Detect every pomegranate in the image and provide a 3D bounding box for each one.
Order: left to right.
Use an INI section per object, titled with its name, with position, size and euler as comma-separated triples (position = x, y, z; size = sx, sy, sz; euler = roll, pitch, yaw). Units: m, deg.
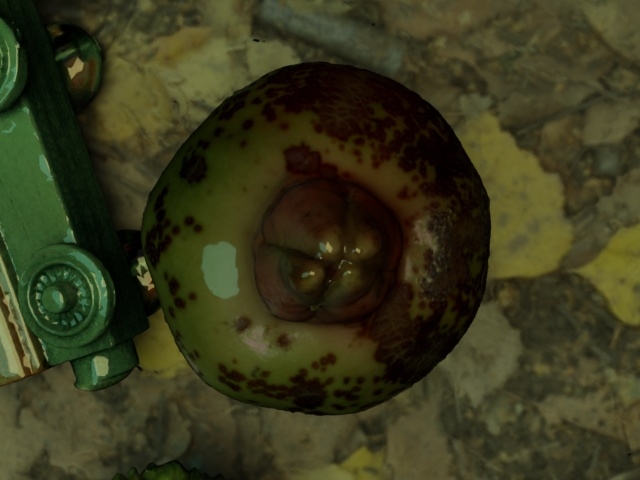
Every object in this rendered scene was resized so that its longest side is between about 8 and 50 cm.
[pomegranate]
position = 0.000, 0.000, 0.500
size = 0.214, 0.248, 0.214
euler = 0, 90, -1

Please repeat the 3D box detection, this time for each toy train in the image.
[toy train]
position = -0.216, -0.028, 0.589
size = 0.177, 0.116, 0.286
euler = -18, 94, 18

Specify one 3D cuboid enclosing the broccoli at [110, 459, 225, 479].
[broccoli]
position = -0.112, 0.383, 0.479
size = 0.353, 0.397, 0.275
euler = 43, 121, -4
